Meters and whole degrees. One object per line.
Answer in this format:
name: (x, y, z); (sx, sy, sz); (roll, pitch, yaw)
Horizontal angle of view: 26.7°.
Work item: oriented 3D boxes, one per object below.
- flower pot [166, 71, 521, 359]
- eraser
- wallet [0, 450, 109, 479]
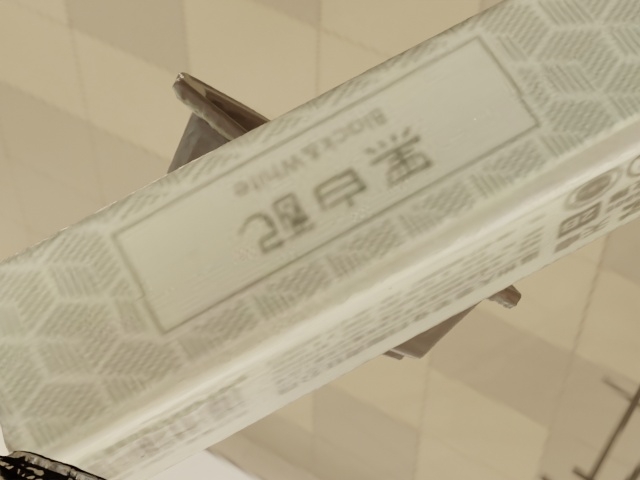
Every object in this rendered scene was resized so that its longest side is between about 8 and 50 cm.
flower pot: (0.000, 0.000, 0.820); (0.179, 0.084, 0.251); (40, -171, 35)
eraser: (0.043, -0.021, 0.597); (0.096, 0.404, 0.098); (59, 172, 22)
wallet: (-0.067, 0.224, 0.405); (0.172, 0.045, 0.318); (170, 91, -66)
